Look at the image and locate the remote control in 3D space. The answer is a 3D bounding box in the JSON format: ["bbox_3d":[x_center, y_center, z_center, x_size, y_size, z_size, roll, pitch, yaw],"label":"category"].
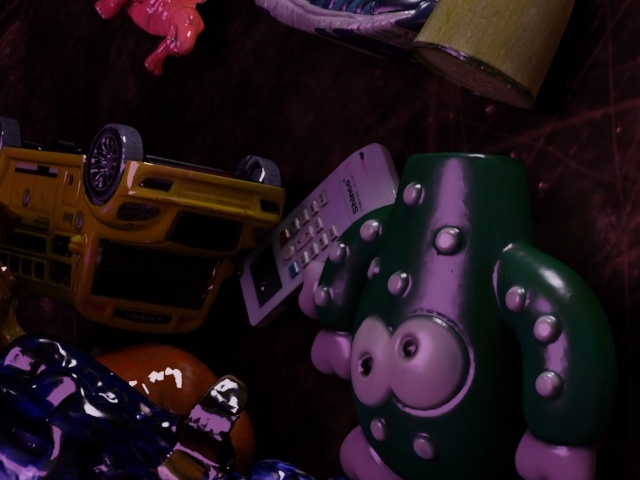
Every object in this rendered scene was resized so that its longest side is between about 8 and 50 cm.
[{"bbox_3d":[0.000,0.000,1.252,0.166,0.029,0.065,-43,48,33],"label":"remote control"}]

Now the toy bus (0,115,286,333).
[{"bbox_3d":[-0.168,-0.013,1.334,0.331,0.145,0.151,11,89,56],"label":"toy bus"}]

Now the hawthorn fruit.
[{"bbox_3d":[-0.142,0.167,1.237,0.189,0.189,0.189,-19,62,41],"label":"hawthorn fruit"}]

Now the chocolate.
[{"bbox_3d":[-0.101,0.149,1.087,0.343,0.126,0.148,24,84,18],"label":"chocolate"}]

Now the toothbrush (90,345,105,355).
[{"bbox_3d":[-0.163,0.098,1.402,0.097,0.006,0.008,7,77,47],"label":"toothbrush"}]

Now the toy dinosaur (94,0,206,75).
[{"bbox_3d":[-0.139,-0.266,1.483,0.139,0.070,0.286,-38,47,17],"label":"toy dinosaur"}]

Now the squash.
[{"bbox_3d":[0.139,-0.207,1.144,0.094,0.094,0.224,13,80,48],"label":"squash"}]

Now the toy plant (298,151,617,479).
[{"bbox_3d":[0.082,0.067,1.073,0.232,0.113,0.243,-34,63,41],"label":"toy plant"}]

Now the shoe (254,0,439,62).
[{"bbox_3d":[0.030,-0.194,1.243,0.207,0.092,0.106,35,107,51],"label":"shoe"}]

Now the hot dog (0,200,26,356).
[{"bbox_3d":[-0.269,0.050,1.263,0.259,0.114,0.175,179,79,-80],"label":"hot dog"}]
